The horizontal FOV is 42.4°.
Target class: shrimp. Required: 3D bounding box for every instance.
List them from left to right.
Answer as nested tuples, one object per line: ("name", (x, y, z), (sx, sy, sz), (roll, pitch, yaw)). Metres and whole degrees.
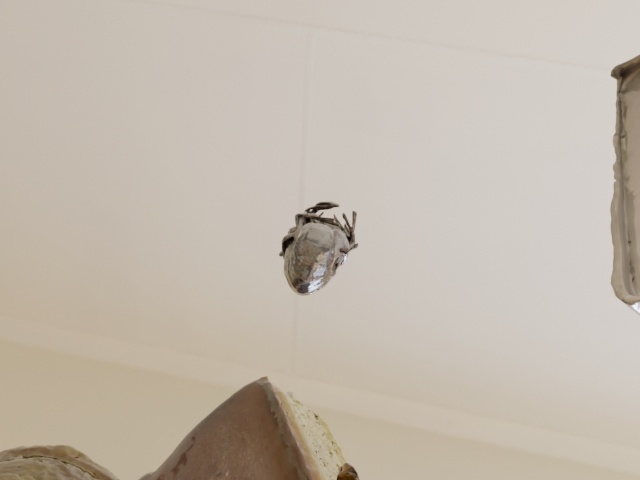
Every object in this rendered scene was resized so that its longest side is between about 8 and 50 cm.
("shrimp", (0.000, 0.000, 0.653), (0.056, 0.165, 0.065), (21, -69, -2))

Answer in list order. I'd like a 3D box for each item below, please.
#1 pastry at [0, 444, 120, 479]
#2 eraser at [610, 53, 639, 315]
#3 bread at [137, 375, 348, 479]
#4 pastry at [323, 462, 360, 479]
("pastry", (-0.205, 0.240, 0.582), (0.188, 0.103, 0.189), (0, -81, 1))
("eraser", (0.246, 0.025, 0.367), (0.287, 0.130, 0.086), (30, -39, -28))
("bread", (-0.077, 0.355, 0.784), (0.323, 0.333, 0.143), (-45, -45, 12))
("pastry", (-0.002, 0.198, 0.415), (0.102, 0.154, 0.250), (-29, -25, 1))
